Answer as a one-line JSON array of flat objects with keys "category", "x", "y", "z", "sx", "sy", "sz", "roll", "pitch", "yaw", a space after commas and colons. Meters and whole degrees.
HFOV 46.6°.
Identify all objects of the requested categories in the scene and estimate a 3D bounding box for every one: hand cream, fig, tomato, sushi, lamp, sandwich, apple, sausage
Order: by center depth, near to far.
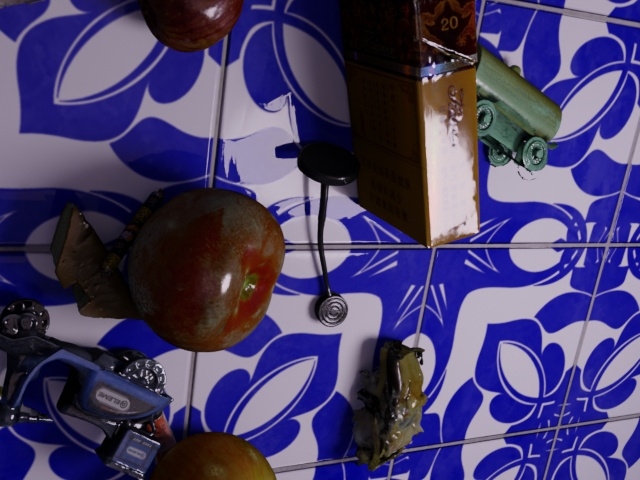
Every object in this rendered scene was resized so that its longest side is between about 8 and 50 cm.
[{"category": "fig", "x": -0.172, "y": -0.383, "z": 1.106, "sx": 0.207, "sy": 0.175, "sz": 0.175, "roll": -31, "pitch": 120, "yaw": -25}, {"category": "sausage", "x": -0.303, "y": -0.015, "z": 1.200, "sx": 0.025, "sy": 0.028, "sz": 0.198, "roll": 92, "pitch": 19, "yaw": -51}, {"category": "tomato", "x": -0.194, "y": 0.041, "z": 1.206, "sx": 0.270, "sy": 0.222, "sz": 0.270, "roll": -46, "pitch": 148, "yaw": -41}, {"category": "sandwich", "x": -0.379, "y": 0.053, "z": 1.207, "sx": 0.088, "sy": 0.090, "sz": 0.244, "roll": -33, "pitch": 123, "yaw": -17}, {"category": "apple", "x": -0.196, "y": 0.485, "z": 1.370, "sx": 0.246, "sy": 0.226, "sz": 0.246, "roll": -25, "pitch": 127, "yaw": -39}, {"category": "lamp", "x": 0.017, "y": 0.010, "z": 1.375, "sx": 0.130, "sy": 0.108, "sz": 0.371, "roll": -8, "pitch": 112, "yaw": -25}, {"category": "hand cream", "x": -0.302, "y": 0.386, "z": 1.409, "sx": 0.052, "sy": 0.038, "sz": 0.216, "roll": -7, "pitch": 119, "yaw": 6}, {"category": "sushi", "x": 0.150, "y": 0.348, "z": 1.572, "sx": 0.139, "sy": 0.131, "sz": 0.291, "roll": -3, "pitch": 105, "yaw": -50}]

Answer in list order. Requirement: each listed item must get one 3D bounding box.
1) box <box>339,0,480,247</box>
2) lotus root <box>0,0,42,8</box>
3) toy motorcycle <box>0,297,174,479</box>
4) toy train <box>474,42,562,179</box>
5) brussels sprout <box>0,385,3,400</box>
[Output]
[{"category": "box", "x": 0.150, "y": -0.224, "z": 1.262, "sx": 0.115, "sy": 0.264, "sz": 0.415, "roll": -15, "pitch": 115, "yaw": -19}, {"category": "lotus root", "x": -0.412, "y": -0.449, "z": 0.944, "sx": 0.272, "sy": 0.192, "sz": 0.272, "roll": -10, "pitch": 123, "yaw": -15}, {"category": "toy motorcycle", "x": -0.411, "y": 0.250, "z": 1.230, "sx": 0.358, "sy": 0.125, "sz": 0.213, "roll": 34, "pitch": 77, "yaw": -27}, {"category": "toy train", "x": 0.358, "y": -0.247, "z": 1.437, "sx": 0.307, "sy": 0.126, "sz": 0.189, "roll": 26, "pitch": 96, "yaw": -31}, {"category": "brussels sprout", "x": -0.537, "y": 0.275, "z": 1.243, "sx": 0.051, "sy": 0.046, "sz": 0.083, "roll": -48, "pitch": 132, "yaw": -7}]
